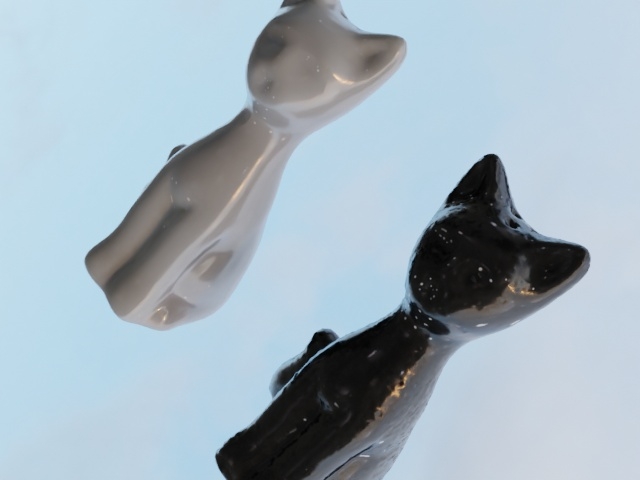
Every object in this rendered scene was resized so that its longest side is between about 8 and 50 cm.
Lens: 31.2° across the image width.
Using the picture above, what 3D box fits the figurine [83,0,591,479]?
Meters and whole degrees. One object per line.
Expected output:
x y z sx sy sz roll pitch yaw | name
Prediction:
0.000 0.000 0.565 0.215 0.092 0.209 53 -57 18 | figurine
